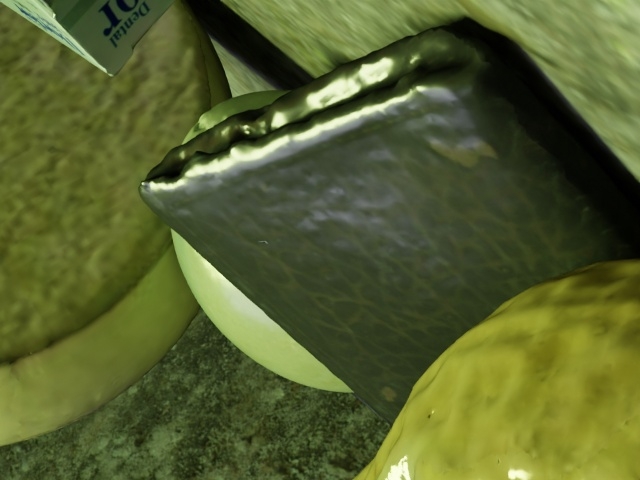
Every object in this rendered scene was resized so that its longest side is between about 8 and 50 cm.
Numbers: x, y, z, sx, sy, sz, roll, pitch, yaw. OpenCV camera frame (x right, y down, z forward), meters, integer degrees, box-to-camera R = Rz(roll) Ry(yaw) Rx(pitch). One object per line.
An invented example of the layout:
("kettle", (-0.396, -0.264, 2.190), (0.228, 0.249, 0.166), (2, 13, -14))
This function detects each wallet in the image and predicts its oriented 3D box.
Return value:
("wallet", (0.093, 0.053, 0.596), (0.170, 0.044, 0.321), (-15, 129, 47))

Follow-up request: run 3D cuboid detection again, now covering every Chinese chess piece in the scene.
("Chinese chess piece", (-0.172, -0.036, 0.753), (0.270, 0.270, 0.112), (40, 164, 13))

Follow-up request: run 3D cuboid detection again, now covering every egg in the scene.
("egg", (0.000, 0.000, 0.678), (0.152, 0.114, 0.114), (41, 175, -32))

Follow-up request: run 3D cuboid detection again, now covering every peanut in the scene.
("peanut", (0.081, 0.099, 0.507), (0.147, 0.147, 0.305), (40, 142, 10))

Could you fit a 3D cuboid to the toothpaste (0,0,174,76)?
("toothpaste", (-0.152, -0.159, 0.639), (0.336, 0.081, 0.067), (34, 171, 47))
